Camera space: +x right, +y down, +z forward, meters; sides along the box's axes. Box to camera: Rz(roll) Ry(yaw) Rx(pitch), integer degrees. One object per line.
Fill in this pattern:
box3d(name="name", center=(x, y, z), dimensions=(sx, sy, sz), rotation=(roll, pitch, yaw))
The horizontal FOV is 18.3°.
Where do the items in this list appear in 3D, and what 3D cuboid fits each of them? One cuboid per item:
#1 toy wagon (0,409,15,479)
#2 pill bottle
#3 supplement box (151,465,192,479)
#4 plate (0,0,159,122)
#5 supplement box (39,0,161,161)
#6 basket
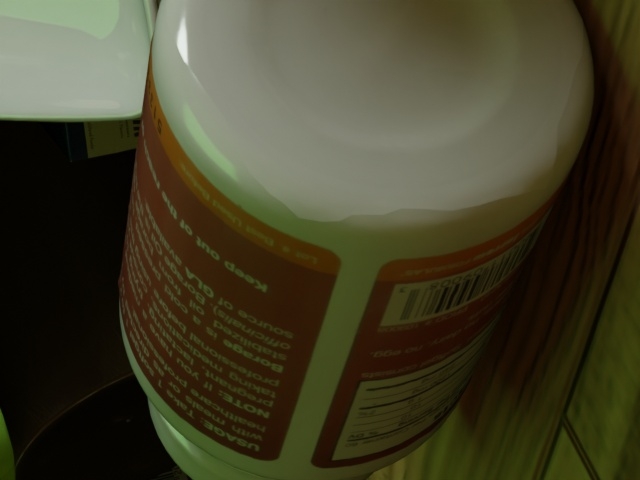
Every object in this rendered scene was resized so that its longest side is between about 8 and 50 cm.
box3d(name="toy wagon", center=(-0.222, 0.026, 0.931), dimensions=(0.344, 0.068, 0.267), rotation=(44, 142, 35))
box3d(name="pill bottle", center=(0.000, 0.000, 0.613), dimensions=(0.216, 0.121, 0.121), rotation=(108, 145, -58))
box3d(name="supplement box", center=(-0.176, 0.175, 1.093), dimensions=(0.130, 0.239, 0.073), rotation=(114, 140, -63))
box3d(name="plate", center=(-0.182, -0.183, 0.761), dimensions=(0.277, 0.045, 0.278), rotation=(1, 105, 29))
box3d(name="supplement box", center=(-0.084, -0.081, 0.882), dimensions=(0.083, 0.083, 0.056), rotation=(-136, 36, -60))
box3d(name="basket", center=(-0.138, 0.004, 1.000), dimensions=(0.204, 0.154, 0.227), rotation=(-42, 62, 22))
